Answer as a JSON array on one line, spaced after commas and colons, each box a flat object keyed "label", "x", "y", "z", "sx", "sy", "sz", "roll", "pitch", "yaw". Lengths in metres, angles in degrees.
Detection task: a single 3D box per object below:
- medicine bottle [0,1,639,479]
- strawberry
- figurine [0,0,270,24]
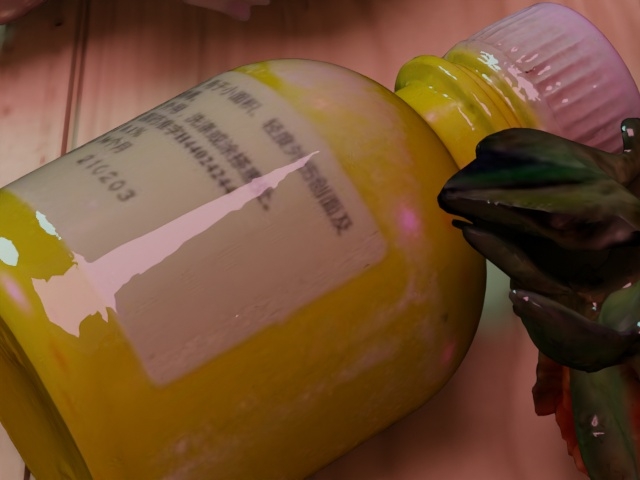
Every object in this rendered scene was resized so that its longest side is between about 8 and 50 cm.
[{"label": "medicine bottle", "x": 0.000, "y": 0.000, "z": 0.598, "sx": 0.212, "sy": 0.121, "sz": 0.122, "roll": -30, "pitch": 49, "yaw": -19}, {"label": "strawberry", "x": 0.169, "y": 0.035, "z": 0.546, "sx": 0.286, "sy": 0.106, "sz": 0.188, "roll": 3, "pitch": 34, "yaw": -7}, {"label": "figurine", "x": -0.086, "y": -0.167, "z": 0.746, "sx": 0.287, "sy": 0.186, "sz": 0.176, "roll": -18, "pitch": 18, "yaw": 15}]
